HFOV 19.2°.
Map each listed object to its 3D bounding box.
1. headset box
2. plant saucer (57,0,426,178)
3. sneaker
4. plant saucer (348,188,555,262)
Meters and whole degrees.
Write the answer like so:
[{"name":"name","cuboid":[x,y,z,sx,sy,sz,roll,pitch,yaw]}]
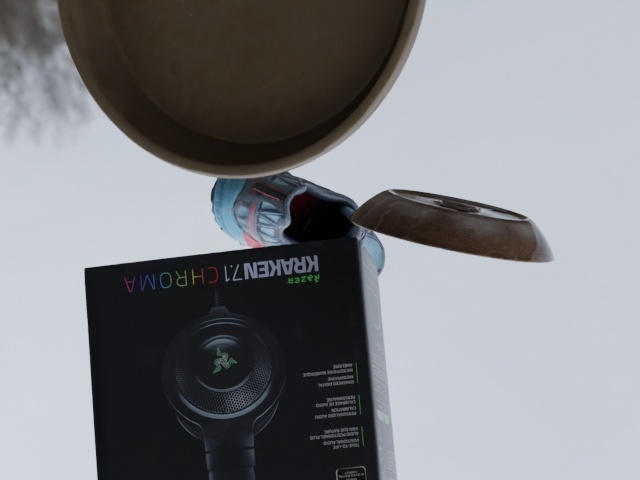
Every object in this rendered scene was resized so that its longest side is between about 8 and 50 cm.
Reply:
[{"name":"headset box","cuboid":[-0.065,0.157,1.636,0.246,0.283,0.131,-6,169,8]},{"name":"plant saucer","cuboid":[-0.051,-0.180,1.254,0.278,0.278,0.041,-10,179,26]},{"name":"sneaker","cuboid":[0.000,0.000,2.005,0.125,0.104,0.262,13,170,41]},{"name":"plant saucer","cuboid":[0.127,-0.017,1.786,0.198,0.036,0.198,11,-174,-1]}]
